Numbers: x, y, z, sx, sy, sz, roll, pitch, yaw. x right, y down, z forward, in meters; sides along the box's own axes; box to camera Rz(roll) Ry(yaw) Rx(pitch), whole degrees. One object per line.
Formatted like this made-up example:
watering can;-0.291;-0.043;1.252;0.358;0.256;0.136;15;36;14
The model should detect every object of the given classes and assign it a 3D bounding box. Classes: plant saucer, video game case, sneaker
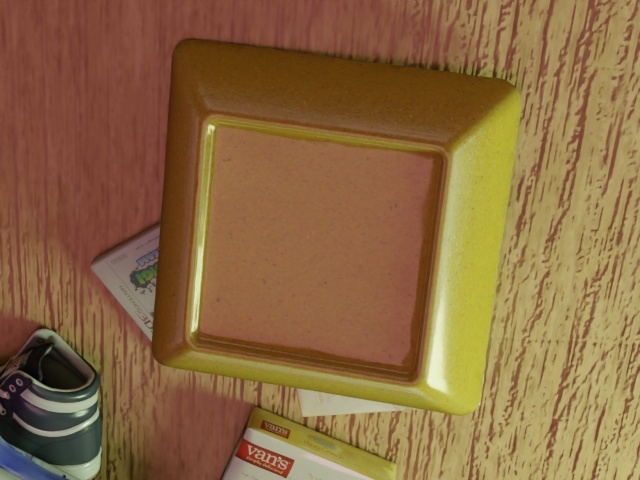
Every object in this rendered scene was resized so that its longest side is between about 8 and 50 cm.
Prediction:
plant saucer;0.000;0.000;1.341;0.332;0.081;0.333;8;107;9
video game case;-0.134;0.043;1.480;0.157;0.019;0.143;-28;112;23
sneaker;-0.369;0.165;1.545;0.282;0.099;0.153;11;123;-1

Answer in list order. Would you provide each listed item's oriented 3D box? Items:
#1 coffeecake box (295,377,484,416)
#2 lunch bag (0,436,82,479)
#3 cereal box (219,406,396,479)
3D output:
coffeecake box;0.062;0.096;1.447;0.185;0.068;0.142;-5;117;13
lunch bag;-0.345;0.324;1.521;0.303;0.115;0.243;29;118;-14
cereal box;-0.039;0.312;1.602;0.173;0.047;0.240;22;121;-3
